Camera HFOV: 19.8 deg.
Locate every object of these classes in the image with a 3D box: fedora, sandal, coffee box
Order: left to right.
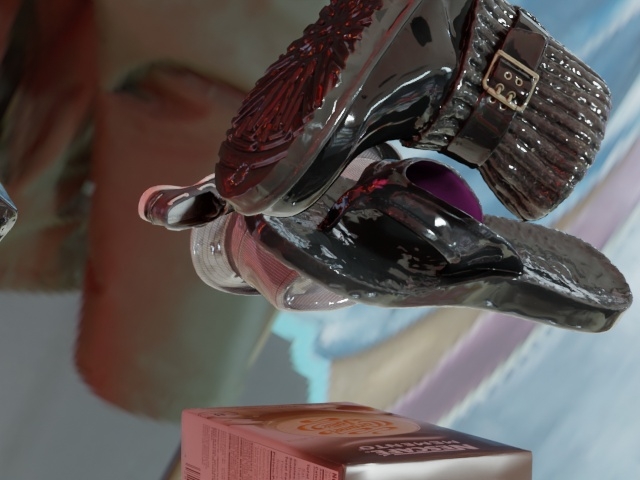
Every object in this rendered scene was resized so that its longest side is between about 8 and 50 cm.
[{"bbox_3d":[0.000,0.000,2.114,0.275,0.244,0.124,-23,52,-20],"label":"fedora"},{"bbox_3d":[0.018,0.171,1.220,0.141,0.098,0.246,-1,4,-28],"label":"coffee box"},{"bbox_3d":[0.124,-0.015,1.731,0.446,0.107,0.167,9,34,-35],"label":"sandal"}]

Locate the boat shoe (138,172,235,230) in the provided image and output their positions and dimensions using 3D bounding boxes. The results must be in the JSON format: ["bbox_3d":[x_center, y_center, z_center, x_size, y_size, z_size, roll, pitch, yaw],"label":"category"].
[{"bbox_3d":[-0.106,-0.033,1.662,0.125,0.046,0.038,-6,25,-46],"label":"boat shoe"}]

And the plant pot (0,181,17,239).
[{"bbox_3d":[-0.313,-0.032,1.193,0.167,0.188,0.187,38,-6,21],"label":"plant pot"}]

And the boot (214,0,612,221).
[{"bbox_3d":[0.093,-0.090,1.565,0.260,0.348,0.131,47,-25,-22],"label":"boot"}]
